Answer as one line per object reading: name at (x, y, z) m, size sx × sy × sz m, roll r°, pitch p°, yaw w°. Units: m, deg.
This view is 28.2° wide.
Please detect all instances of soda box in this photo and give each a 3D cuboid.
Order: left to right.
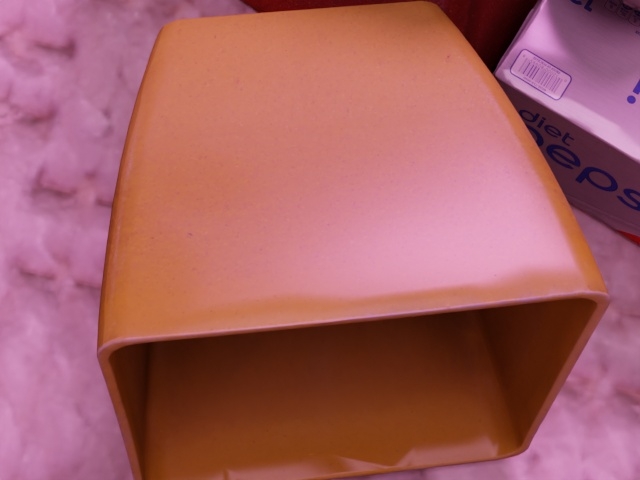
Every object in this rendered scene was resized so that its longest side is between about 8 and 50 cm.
soda box at (0.229, -0.035, 0.714) m, size 0.286 × 0.098 × 0.091 m, roll 32°, pitch 74°, yaw 4°

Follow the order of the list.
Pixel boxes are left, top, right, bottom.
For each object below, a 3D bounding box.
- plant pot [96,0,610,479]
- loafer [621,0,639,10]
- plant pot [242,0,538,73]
plant pot at (0.000, 0.000, 0.645) m, size 0.212 × 0.212 × 0.187 m, roll -5°, pitch 62°, yaw -5°
loafer at (0.246, -0.173, 0.708) m, size 0.251 × 0.087 × 0.094 m, roll -9°, pitch 49°, yaw -41°
plant pot at (0.052, -0.269, 0.695) m, size 0.267 × 0.236 × 0.267 m, roll 36°, pitch 75°, yaw 6°
